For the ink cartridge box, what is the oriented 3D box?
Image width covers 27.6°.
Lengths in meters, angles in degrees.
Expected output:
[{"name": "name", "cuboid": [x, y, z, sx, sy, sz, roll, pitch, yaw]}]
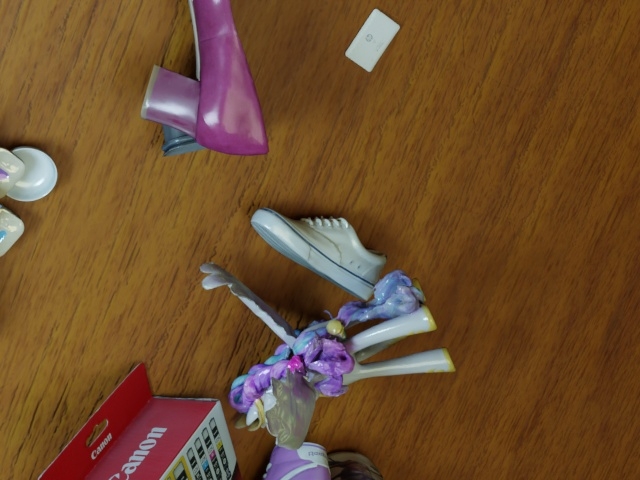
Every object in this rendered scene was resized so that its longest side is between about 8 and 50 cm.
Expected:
[{"name": "ink cartridge box", "cuboid": [-0.253, 0.372, 1.916, 0.309, 0.130, 0.271, -53, 137, -52]}]

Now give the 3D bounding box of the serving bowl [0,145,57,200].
[{"name": "serving bowl", "cuboid": [-0.407, -0.097, 1.801, 0.083, 0.027, 0.083, -8, 124, -12]}]

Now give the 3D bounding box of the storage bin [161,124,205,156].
[{"name": "storage bin", "cuboid": [-0.168, -0.179, 1.856, 0.135, 0.098, 0.091, -13, 88, -20]}]

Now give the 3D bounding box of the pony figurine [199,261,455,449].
[{"name": "pony figurine", "cuboid": [-0.002, 0.173, 1.964, 0.364, 0.302, 0.351, -22, 152, 4]}]

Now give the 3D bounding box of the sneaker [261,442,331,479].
[{"name": "sneaker", "cuboid": [-0.078, 0.429, 2.142, 0.102, 0.161, 0.282, 31, 128, -31]}]

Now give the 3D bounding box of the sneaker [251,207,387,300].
[{"name": "sneaker", "cuboid": [0.000, 0.000, 2.013, 0.258, 0.094, 0.091, 34, 81, -39]}]

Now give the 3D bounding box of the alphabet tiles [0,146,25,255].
[{"name": "alphabet tiles", "cuboid": [-0.548, -0.050, 1.754, 0.278, 0.021, 0.284, -47, 122, 6]}]

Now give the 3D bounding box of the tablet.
[{"name": "tablet", "cuboid": [0.078, -0.301, 1.962, 0.054, 0.006, 0.083, 31, 95, -31]}]

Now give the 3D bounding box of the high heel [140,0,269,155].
[{"name": "high heel", "cuboid": [-0.103, -0.308, 1.761, 0.181, 0.127, 0.377, 18, 99, -2]}]

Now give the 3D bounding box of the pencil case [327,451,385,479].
[{"name": "pencil case", "cuboid": [0.071, 0.513, 2.062, 0.160, 0.410, 0.183, 16, 108, -19]}]
